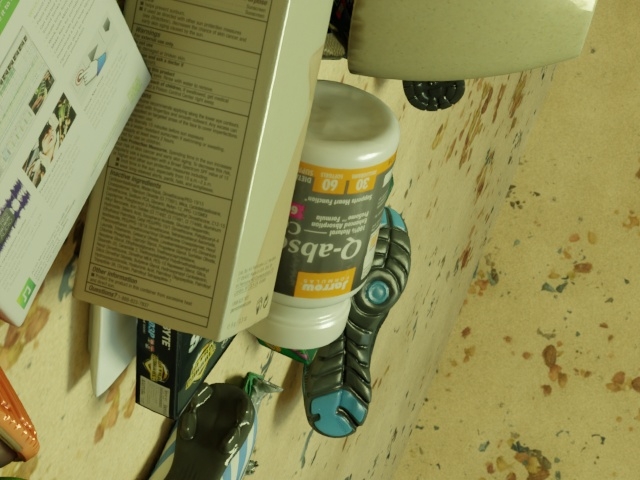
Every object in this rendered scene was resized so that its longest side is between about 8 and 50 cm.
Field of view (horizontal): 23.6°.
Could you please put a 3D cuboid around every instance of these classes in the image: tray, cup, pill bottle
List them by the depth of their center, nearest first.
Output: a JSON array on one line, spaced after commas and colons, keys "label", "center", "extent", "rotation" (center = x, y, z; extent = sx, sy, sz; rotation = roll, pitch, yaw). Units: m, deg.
[{"label": "tray", "center": [-0.158, 0.020, 1.496], "extent": [0.270, 0.030, 0.145], "rotation": [-53, 159, -49]}, {"label": "cup", "center": [0.187, -0.307, 1.642], "extent": [0.331, 0.237, 0.331], "rotation": [17, 90, -84]}, {"label": "pill bottle", "center": [-0.012, -0.026, 1.707], "extent": [0.162, 0.162, 0.278], "rotation": [-50, 156, -52]}]

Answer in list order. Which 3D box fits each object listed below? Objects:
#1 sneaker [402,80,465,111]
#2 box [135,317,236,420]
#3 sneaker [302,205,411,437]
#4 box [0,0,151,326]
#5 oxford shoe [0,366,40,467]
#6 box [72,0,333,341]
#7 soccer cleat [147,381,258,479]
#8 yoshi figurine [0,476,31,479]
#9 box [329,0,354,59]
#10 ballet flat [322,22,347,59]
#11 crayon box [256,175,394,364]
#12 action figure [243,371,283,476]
[{"label": "sneaker", "center": [0.129, -0.312, 2.017], "extent": [0.283, 0.107, 0.124], "rotation": [84, 0, -47]}, {"label": "box", "center": [-0.111, 0.045, 1.536], "extent": [0.220, 0.051, 0.175], "rotation": [-54, 160, -44]}, {"label": "sneaker", "center": [0.034, 0.108, 2.233], "extent": [0.139, 0.125, 0.341], "rotation": [-141, -113, -76]}, {"label": "box", "center": [-0.220, -0.097, 1.048], "extent": [0.322, 0.058, 0.232], "rotation": [76, 38, -69]}, {"label": "oxford shoe", "center": [-0.286, 0.110, 1.044], "extent": [0.132, 0.130, 0.364], "rotation": [-32, 165, -8]}, {"label": "box", "center": [-0.096, -0.089, 1.282], "extent": [0.121, 0.148, 0.311], "rotation": [-23, 128, -69]}, {"label": "soccer cleat", "center": [-0.158, 0.315, 1.740], "extent": [0.143, 0.116, 0.331], "rotation": [92, 23, -51]}, {"label": "yoshi figurine", "center": [-0.289, 0.280, 1.064], "extent": [0.362, 0.203, 0.204], "rotation": [-56, 154, -51]}, {"label": "box", "center": [0.025, -0.311, 1.671], "extent": [0.233, 0.044, 0.159], "rotation": [52, 60, -74]}, {"label": "ballet flat", "center": [-0.034, -0.213, 1.547], "extent": [0.250, 0.084, 0.058], "rotation": [-17, 114, -67]}, {"label": "crayon box", "center": [0.000, 0.000, 1.948], "extent": [0.165, 0.081, 0.278], "rotation": [72, 41, -68]}, {"label": "action figure", "center": [-0.119, 0.287, 1.972], "extent": [0.232, 0.063, 0.137], "rotation": [-65, 169, 0]}]
